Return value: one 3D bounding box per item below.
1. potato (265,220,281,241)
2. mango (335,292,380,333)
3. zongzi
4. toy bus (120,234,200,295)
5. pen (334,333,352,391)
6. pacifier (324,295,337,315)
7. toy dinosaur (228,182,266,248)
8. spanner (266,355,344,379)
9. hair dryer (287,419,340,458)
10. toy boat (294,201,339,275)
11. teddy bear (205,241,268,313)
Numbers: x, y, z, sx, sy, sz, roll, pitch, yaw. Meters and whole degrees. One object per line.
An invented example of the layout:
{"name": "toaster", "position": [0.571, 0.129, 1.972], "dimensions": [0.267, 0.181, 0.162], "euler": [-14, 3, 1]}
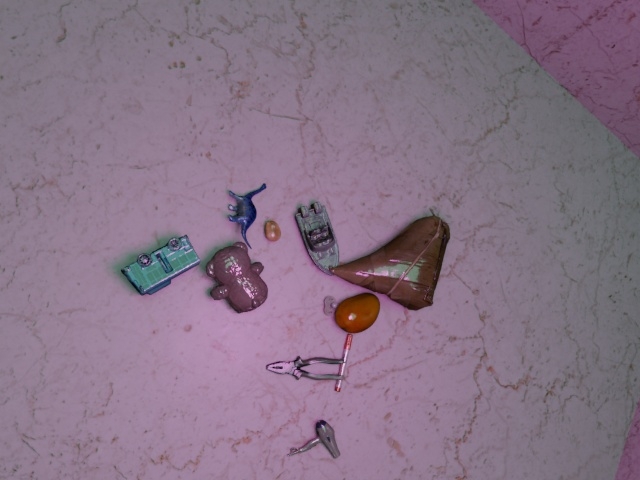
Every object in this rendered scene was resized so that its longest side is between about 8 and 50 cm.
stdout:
{"name": "potato", "position": [-0.197, -0.039, 1.908], "dimensions": [0.068, 0.062, 0.083], "euler": [-21, 113, -50]}
{"name": "mango", "position": [0.164, 0.307, 1.950], "dimensions": [0.221, 0.120, 0.152], "euler": [-14, 84, -30]}
{"name": "zongzi", "position": [0.329, 0.003, 2.010], "dimensions": [0.466, 0.218, 0.500], "euler": [25, 73, -15]}
{"name": "toy bus", "position": [-0.586, 0.095, 1.705], "dimensions": [0.256, 0.128, 0.147], "euler": [-32, 94, -24]}
{"name": "pen", "position": [0.099, 0.513, 1.939], "dimensions": [0.028, 0.028, 0.239], "euler": [19, 75, -16]}
{"name": "pacifier", "position": [0.052, 0.276, 1.943], "dimensions": [0.068, 0.064, 0.083], "euler": [9, 79, -28]}
{"name": "toy dinosaur", "position": [-0.315, -0.117, 1.863], "dimensions": [0.144, 0.076, 0.329], "euler": [13, 55, -8]}
{"name": "spanner", "position": [-0.057, 0.516, 1.867], "dimensions": [0.324, 0.040, 0.096], "euler": [5, 75, -14]}
{"name": "hair dryer", "position": [-0.011, 0.834, 1.835], "dimensions": [0.199, 0.067, 0.167], "euler": [-42, 102, -11]}
{"name": "toy boat", "position": [0.000, 0.000, 1.957], "dimensions": [0.141, 0.092, 0.320], "euler": [-19, 89, -21]}
{"name": "teddy bear", "position": [-0.319, 0.150, 1.781], "dimensions": [0.236, 0.151, 0.267], "euler": [-38, 96, -24]}
